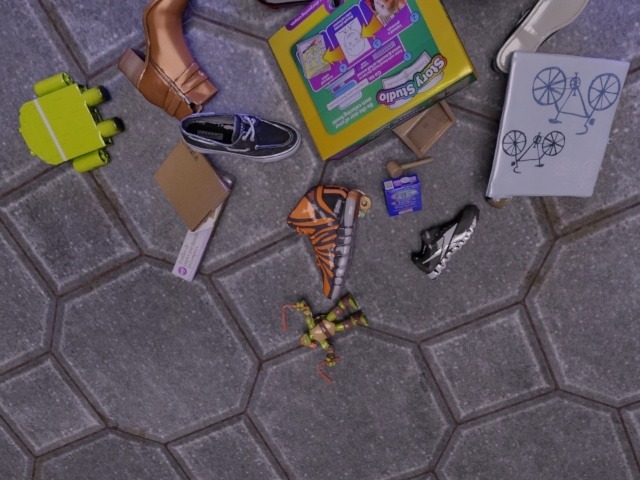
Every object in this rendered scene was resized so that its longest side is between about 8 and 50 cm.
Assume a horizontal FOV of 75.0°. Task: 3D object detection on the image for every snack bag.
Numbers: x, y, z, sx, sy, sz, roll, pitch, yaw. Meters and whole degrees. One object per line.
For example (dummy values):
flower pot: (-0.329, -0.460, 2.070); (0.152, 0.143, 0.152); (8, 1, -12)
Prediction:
snack bag: (0.569, -0.264, 1.009); (0.322, 0.037, 0.343); (-2, 109, -13)

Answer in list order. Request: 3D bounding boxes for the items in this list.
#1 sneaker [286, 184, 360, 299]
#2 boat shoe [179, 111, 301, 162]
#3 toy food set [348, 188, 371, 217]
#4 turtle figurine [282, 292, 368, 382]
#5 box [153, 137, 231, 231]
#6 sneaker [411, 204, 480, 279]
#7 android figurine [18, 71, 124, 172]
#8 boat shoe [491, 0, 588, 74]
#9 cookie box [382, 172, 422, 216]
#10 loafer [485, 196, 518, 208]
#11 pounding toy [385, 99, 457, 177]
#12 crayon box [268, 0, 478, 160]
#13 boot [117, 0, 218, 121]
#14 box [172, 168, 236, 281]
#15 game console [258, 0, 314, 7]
sneaker: (0.000, 0.000, 1.141); (0.179, 0.124, 0.322); (12, 109, 13)
boat shoe: (-0.196, -0.268, 1.040); (0.300, 0.102, 0.108); (5, 82, -6)
toy food set: (0.092, -0.098, 1.142); (0.083, 0.020, 0.083); (35, 106, -8)
turtle figurine: (0.027, 0.264, 1.226); (0.217, 0.087, 0.270); (-30, 95, 4)
box: (-0.344, -0.151, 1.103); (0.164, 0.021, 0.201); (-42, 78, 22)
sneaker: (0.330, -0.008, 1.126); (0.106, 0.078, 0.234); (30, 109, -8)
android figurine: (-0.669, -0.304, 1.106); (0.272, 0.056, 0.249); (-19, 106, 9)
boat shoe: (0.504, -0.494, 0.962); (0.095, 0.079, 0.255); (35, 109, -10)
cookie box: (0.214, -0.116, 1.091); (0.091, 0.040, 0.107); (-13, 143, 7)
loafer: (0.505, -0.138, 1.089); (0.148, 0.056, 0.050); (-38, 106, 19)
pounding toy: (0.226, -0.261, 1.041); (0.206, 0.181, 0.094); (-47, 57, 15)
crayon box: (0.104, -0.400, 0.917); (0.362, 0.106, 0.314); (-26, 89, 28)
boot: (-0.338, -0.443, 1.013); (0.220, 0.109, 0.283); (41, 107, -8)
box: (-0.325, -0.040, 1.164); (0.063, 0.067, 0.324); (25, 106, -4)
game console: (0.013, -0.722, 0.933); (0.385, 0.060, 0.343); (-4, 107, 4)
